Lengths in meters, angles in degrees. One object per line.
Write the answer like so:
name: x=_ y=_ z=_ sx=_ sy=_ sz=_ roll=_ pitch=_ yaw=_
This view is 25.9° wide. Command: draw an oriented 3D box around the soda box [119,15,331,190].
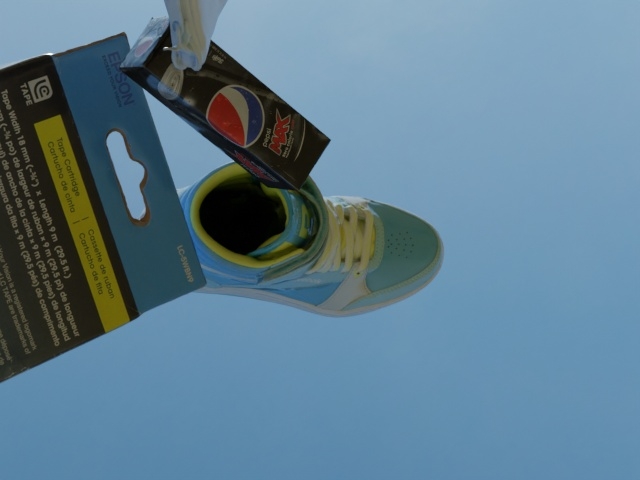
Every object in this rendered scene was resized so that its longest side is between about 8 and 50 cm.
soda box: x=-0.075 y=-0.109 z=1.117 sx=0.169 sy=0.060 sz=0.053 roll=38 pitch=-103 yaw=-27

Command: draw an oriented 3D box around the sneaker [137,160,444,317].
sneaker: x=0.000 y=0.000 z=1.318 sx=0.319 sy=0.208 sz=0.127 roll=1 pitch=-100 yaw=-20

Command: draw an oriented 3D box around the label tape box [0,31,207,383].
label tape box: x=-0.289 y=-0.010 z=1.155 sx=0.334 sy=0.106 sz=0.240 roll=-25 pitch=-74 yaw=-32

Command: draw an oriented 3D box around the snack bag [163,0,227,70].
snack bag: x=-0.061 y=-0.328 z=0.903 sx=0.037 sy=0.323 sz=0.342 roll=3 pitch=-144 yaw=11
